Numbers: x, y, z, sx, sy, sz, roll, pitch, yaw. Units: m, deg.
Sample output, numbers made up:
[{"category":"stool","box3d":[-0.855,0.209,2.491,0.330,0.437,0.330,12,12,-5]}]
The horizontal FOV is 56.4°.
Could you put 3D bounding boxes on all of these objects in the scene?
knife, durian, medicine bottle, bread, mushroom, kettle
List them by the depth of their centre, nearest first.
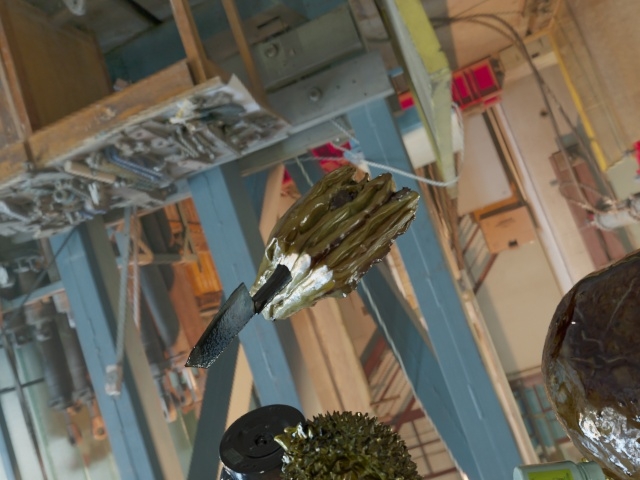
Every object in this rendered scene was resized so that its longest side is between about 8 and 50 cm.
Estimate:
[{"category":"medicine bottle","box3d":[0.245,0.252,0.613,0.083,0.047,0.047,-7,174,3]},{"category":"mushroom","box3d":[0.441,0.148,0.733,0.239,0.345,0.345,17,161,-16]},{"category":"knife","box3d":[-0.112,0.097,0.818,0.028,0.060,0.230,2,-146,34]},{"category":"durian","box3d":[0.051,0.414,0.977,0.258,0.293,0.258,-10,177,-1]},{"category":"bread","box3d":[0.000,0.000,1.250,0.314,0.191,0.370,-45,-175,-29]},{"category":"kettle","box3d":[-0.122,0.574,1.392,0.268,0.290,0.207,-29,-150,-26]}]

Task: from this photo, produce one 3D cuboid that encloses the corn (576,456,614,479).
[{"category":"corn","box3d":[0.625,0.431,1.230,0.102,0.102,0.313,-12,134,-48]}]
